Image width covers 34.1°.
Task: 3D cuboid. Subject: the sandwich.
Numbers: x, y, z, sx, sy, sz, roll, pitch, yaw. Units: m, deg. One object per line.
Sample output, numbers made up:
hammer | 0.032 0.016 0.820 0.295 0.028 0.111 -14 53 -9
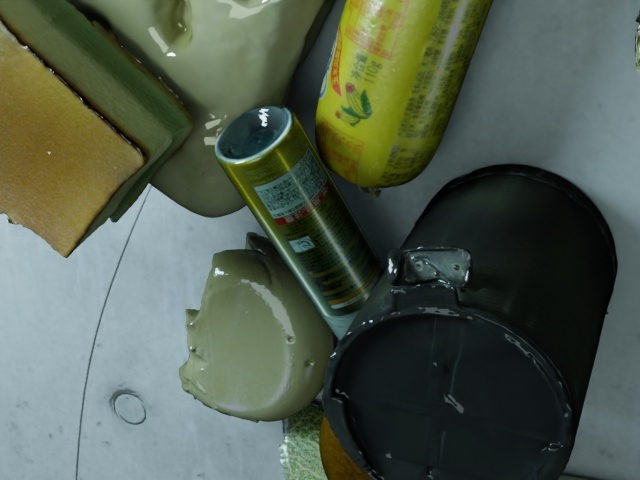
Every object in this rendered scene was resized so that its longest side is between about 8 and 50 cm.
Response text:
sandwich | -0.256 -0.111 0.952 0.220 0.108 0.186 45 124 -3

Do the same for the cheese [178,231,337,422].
cheese | -0.066 0.092 1.128 0.175 0.091 0.202 14 116 15

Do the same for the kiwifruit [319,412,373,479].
kiwifruit | 0.102 0.222 1.061 0.196 0.196 0.234 -47 69 31

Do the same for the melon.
melon | 0.031 0.260 1.184 0.140 0.093 0.202 -19 76 1

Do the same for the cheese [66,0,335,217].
cheese | -0.163 -0.229 0.991 0.328 0.129 0.351 26 122 6

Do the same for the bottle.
bottle | 0.000 0.000 1.005 0.082 0.082 0.286 -11 132 25

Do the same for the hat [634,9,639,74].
hat | 0.309 -0.169 0.881 0.076 0.059 0.077 13 113 33

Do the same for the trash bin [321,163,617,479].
trash bin | 0.144 0.078 0.915 0.203 0.301 0.252 -7 110 24

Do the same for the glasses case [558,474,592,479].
glasses case | 0.301 0.292 1.082 0.204 0.081 0.051 9 118 15

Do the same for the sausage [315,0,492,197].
sausage | 0.079 -0.189 0.922 0.123 0.123 0.347 23 120 10
